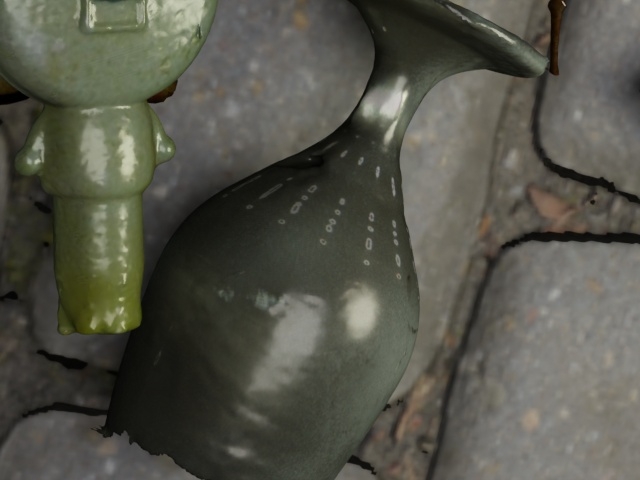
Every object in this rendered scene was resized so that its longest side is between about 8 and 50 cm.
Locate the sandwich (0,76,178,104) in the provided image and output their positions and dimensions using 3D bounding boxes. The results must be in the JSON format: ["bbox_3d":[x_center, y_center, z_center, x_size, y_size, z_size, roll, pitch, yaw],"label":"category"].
[{"bbox_3d":[-0.160,-0.182,0.758,0.226,0.087,0.251,-3,101,-28],"label":"sandwich"}]

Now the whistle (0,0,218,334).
[{"bbox_3d":[-0.090,-0.056,0.739,0.104,0.057,0.198,-6,103,-28],"label":"whistle"}]

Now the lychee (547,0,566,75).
[{"bbox_3d":[0.149,-0.168,0.839,0.140,0.101,0.114,-46,113,-43],"label":"lychee"}]

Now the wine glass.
[{"bbox_3d":[0.000,0.000,0.825,0.126,0.126,0.241,25,91,-19],"label":"wine glass"}]
